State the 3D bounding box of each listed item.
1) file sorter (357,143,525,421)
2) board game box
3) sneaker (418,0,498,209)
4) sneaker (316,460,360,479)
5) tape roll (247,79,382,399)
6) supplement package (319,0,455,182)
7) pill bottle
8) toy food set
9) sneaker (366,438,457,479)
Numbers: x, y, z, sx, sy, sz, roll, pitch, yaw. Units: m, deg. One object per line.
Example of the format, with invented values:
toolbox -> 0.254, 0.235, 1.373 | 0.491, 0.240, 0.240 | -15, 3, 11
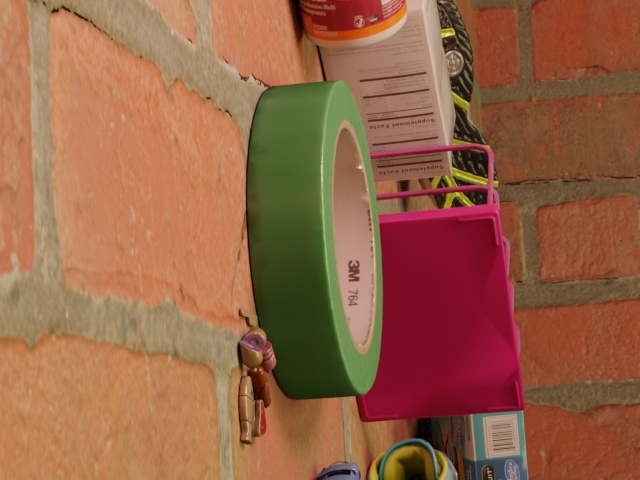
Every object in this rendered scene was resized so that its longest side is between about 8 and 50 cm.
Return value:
file sorter -> 0.134, 0.047, 2.018 | 0.182, 0.202, 0.291 | -80, 162, -55
board game box -> 0.223, 0.352, 2.403 | 0.336, 0.079, 0.254 | 174, -89, -81
sneaker -> 0.153, -0.217, 2.493 | 0.147, 0.145, 0.385 | -138, -149, -59
sneaker -> 0.017, 0.261, 1.732 | 0.144, 0.053, 0.059 | 69, 19, -81
tape roll -> 0.000, 0.000, 1.683 | 0.321, 0.077, 0.321 | -5, 90, -79
supplement package -> 0.083, -0.208, 2.031 | 0.139, 0.133, 0.244 | -80, 162, -52
pill bottle -> 0.022, -0.331, 1.806 | 0.121, 0.121, 0.221 | -78, 160, -55
toy food set -> -0.055, 0.124, 1.494 | 0.078, 0.019, 0.122 | 42, 44, -74
sneaker -> 0.139, 0.338, 2.126 | 0.319, 0.127, 0.208 | -44, 130, -77
